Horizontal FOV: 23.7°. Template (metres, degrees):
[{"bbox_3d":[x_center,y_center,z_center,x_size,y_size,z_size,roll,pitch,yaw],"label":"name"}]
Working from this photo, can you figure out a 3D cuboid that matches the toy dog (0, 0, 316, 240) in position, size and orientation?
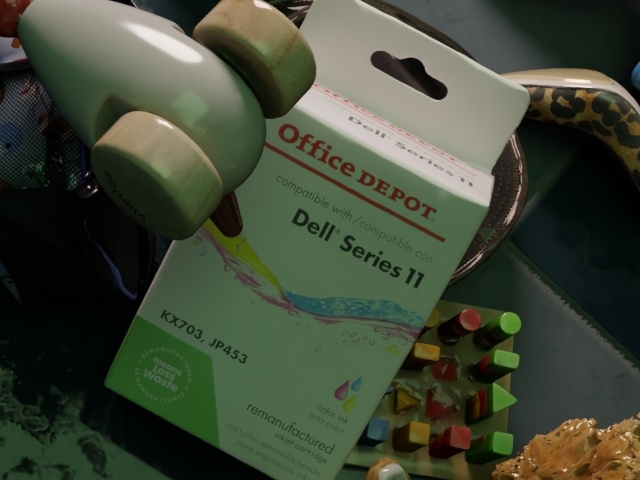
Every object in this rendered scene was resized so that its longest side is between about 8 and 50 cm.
[{"bbox_3d":[-0.150,-0.101,1.034,0.220,0.161,0.334,-30,55,-19],"label":"toy dog"}]

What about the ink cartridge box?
[{"bbox_3d":[0.000,0.000,1.206,0.207,0.119,0.353,28,107,1],"label":"ink cartridge box"}]

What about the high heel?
[{"bbox_3d":[0.265,-0.065,1.449,0.261,0.093,0.186,7,107,10],"label":"high heel"}]

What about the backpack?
[{"bbox_3d":[-0.229,-0.096,1.222,0.213,0.276,0.263,2,70,-2],"label":"backpack"}]

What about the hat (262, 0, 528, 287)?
[{"bbox_3d":[0.039,-0.119,1.321,0.331,0.134,0.331,6,60,-10],"label":"hat"}]

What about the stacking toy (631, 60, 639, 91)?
[{"bbox_3d":[0.393,-0.282,1.513,0.175,0.166,0.302,9,60,-21],"label":"stacking toy"}]

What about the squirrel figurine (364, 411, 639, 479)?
[{"bbox_3d":[0.148,0.319,1.218,0.370,0.281,0.397,42,56,8],"label":"squirrel figurine"}]

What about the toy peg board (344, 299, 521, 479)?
[{"bbox_3d":[0.100,0.121,1.332,0.160,0.079,0.161,11,71,-13],"label":"toy peg board"}]
